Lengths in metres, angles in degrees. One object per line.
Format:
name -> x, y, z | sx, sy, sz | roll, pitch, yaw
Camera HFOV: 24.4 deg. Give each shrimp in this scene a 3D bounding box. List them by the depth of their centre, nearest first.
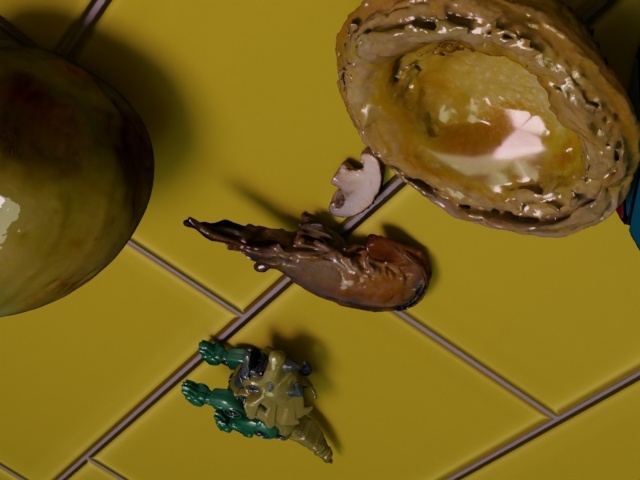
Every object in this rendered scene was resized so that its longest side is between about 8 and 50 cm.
shrimp -> -0.006, -0.001, 1.511 | 0.262, 0.066, 0.117 | 24, 129, -23

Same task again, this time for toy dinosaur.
toy dinosaur -> -0.059, 0.196, 1.752 | 0.153, 0.094, 0.259 | 7, 147, 26

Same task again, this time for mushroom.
mushroom -> 0.037, -0.056, 1.457 | 0.049, 0.019, 0.101 | 29, 139, -7

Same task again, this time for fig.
fig -> -0.296, -0.050, 1.434 | 0.239, 0.239, 0.271 | 30, 100, -7

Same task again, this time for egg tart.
egg tart -> 0.147, -0.118, 1.234 | 0.288, 0.118, 0.288 | 20, 146, 14

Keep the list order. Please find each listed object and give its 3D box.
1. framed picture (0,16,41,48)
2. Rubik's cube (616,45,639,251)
framed picture -> -0.293, -0.145, 1.536 | 0.201, 0.010, 0.136 | 37, 141, -17
Rubik's cube -> 0.286, -0.023, 1.193 | 0.284, 0.234, 0.250 | 36, 141, -15
